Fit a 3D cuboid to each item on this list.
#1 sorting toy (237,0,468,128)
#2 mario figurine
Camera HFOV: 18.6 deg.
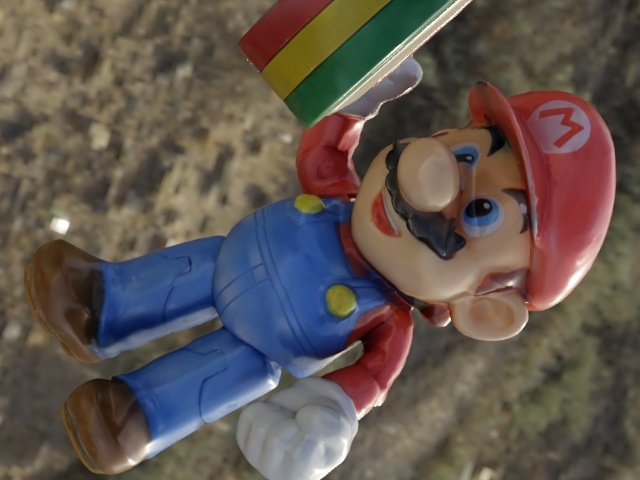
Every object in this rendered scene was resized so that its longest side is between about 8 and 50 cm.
[{"bbox_3d":[0.041,-0.096,0.526,0.132,0.046,0.274,-41,-179,7],"label":"sorting toy"},{"bbox_3d":[0.000,0.000,1.023,0.170,0.320,0.198,-92,158,-75],"label":"mario figurine"}]
